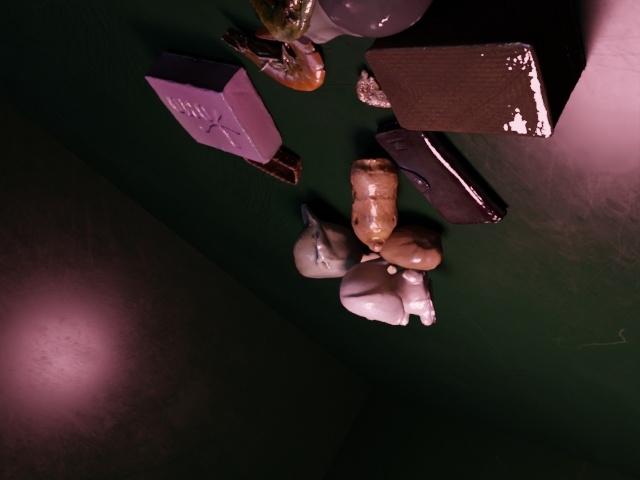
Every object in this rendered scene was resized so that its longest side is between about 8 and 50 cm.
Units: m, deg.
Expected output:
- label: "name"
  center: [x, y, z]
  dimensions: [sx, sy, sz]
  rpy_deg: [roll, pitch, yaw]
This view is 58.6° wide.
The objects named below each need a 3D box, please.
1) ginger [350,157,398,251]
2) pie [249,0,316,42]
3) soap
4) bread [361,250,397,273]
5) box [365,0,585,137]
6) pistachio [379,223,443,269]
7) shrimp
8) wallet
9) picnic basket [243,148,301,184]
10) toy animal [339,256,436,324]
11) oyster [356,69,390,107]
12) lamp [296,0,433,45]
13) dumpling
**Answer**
- label: "ginger"
  center: [0.135, -0.094, 1.446]
  dimensions: [0.126, 0.190, 0.354]
  rpy_deg: [-1, 144, 7]
- label: "pie"
  center: [-0.069, -0.433, 0.792]
  dimensions: [0.323, 0.070, 0.323]
  rpy_deg: [168, 90, -73]
- label: "soap"
  center: [-0.276, -0.353, 1.523]
  dimensions: [0.296, 0.107, 0.285]
  rpy_deg: [21, 160, 33]
- label: "bread"
  center: [0.194, 0.073, 1.918]
  dimensions: [0.129, 0.044, 0.126]
  rpy_deg: [41, 152, -14]
- label: "box"
  center: [0.229, -0.273, 0.862]
  dimensions: [0.273, 0.143, 0.184]
  rpy_deg: [14, 153, 41]
- label: "pistachio"
  center: [0.246, 0.021, 1.573]
  dimensions: [0.136, 0.136, 0.226]
  rpy_deg: [41, 162, -23]
- label: "shrimp"
  center: [-0.098, -0.397, 1.203]
  dimensions: [0.248, 0.068, 0.150]
  rpy_deg: [22, 146, 15]
- label: "wallet"
  center: [0.260, -0.147, 1.270]
  dimensions: [0.318, 0.045, 0.172]
  rpy_deg: [43, 157, -24]
- label: "picnic basket"
  center: [-0.139, -0.237, 1.661]
  dimensions: [0.193, 0.055, 0.110]
  rpy_deg: [29, 160, 12]
- label: "toy animal"
  center: [0.206, 0.150, 1.692]
  dimensions: [0.174, 0.289, 0.249]
  rpy_deg: [64, 180, -46]
- label: "oyster"
  center: [0.107, -0.297, 1.153]
  dimensions: [0.083, 0.038, 0.081]
  rpy_deg: [32, 159, 7]
- label: "lamp"
  center: [0.027, -0.372, 0.830]
  dimensions: [0.313, 0.182, 0.182]
  rpy_deg: [-4, 141, 41]
- label: "dumpling"
  center: [0.001, 0.026, 1.854]
  dimensions: [0.270, 0.212, 0.320]
  rpy_deg: [38, 150, -5]
